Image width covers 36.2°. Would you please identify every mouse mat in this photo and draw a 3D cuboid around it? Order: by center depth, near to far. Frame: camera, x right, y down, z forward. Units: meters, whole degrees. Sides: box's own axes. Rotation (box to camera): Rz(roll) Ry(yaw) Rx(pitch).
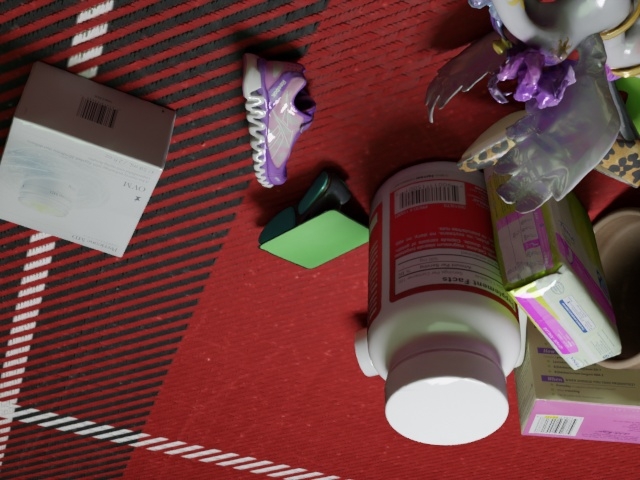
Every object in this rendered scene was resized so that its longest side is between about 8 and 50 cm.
[{"bbox_3d":[0.000,0.000,1.643,0.153,0.007,0.190,-26,155,20],"label":"mouse mat"}]

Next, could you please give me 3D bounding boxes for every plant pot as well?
[{"bbox_3d":[0.574,0.093,1.610,0.229,0.263,0.263,11,138,-25],"label":"plant pot"}]

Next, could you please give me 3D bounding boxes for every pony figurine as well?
[{"bbox_3d":[0.296,-0.255,1.231,0.351,0.303,0.363,-34,142,4],"label":"pony figurine"}]

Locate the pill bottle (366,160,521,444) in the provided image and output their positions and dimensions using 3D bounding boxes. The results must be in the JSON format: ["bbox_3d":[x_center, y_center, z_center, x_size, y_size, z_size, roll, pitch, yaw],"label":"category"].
[{"bbox_3d":[0.185,0.091,1.502,0.229,0.407,0.229,2,137,2],"label":"pill bottle"}]

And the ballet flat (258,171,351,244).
[{"bbox_3d":[-0.021,-0.036,1.629,0.074,0.074,0.203,29,129,-25],"label":"ballet flat"}]

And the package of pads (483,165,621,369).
[{"bbox_3d":[0.347,0.013,1.488,0.101,0.296,0.229,-26,129,24],"label":"package of pads"}]

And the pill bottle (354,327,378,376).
[{"bbox_3d":[0.181,0.185,1.812,0.221,0.124,0.124,-16,134,18],"label":"pill bottle"}]

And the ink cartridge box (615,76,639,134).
[{"bbox_3d":[0.531,-0.161,1.437,0.255,0.097,0.189,0,138,3],"label":"ink cartridge box"}]

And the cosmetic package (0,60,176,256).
[{"bbox_3d":[-0.371,-0.118,1.513,0.224,0.138,0.224,19,136,-16],"label":"cosmetic package"}]

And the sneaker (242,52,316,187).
[{"bbox_3d":[-0.057,-0.176,1.468,0.104,0.095,0.236,-5,136,-2],"label":"sneaker"}]

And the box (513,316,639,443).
[{"bbox_3d":[0.461,0.223,1.746,0.213,0.243,0.117,4,138,-2],"label":"box"}]

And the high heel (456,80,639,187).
[{"bbox_3d":[0.343,-0.110,1.421,0.261,0.093,0.186,-28,108,2],"label":"high heel"}]

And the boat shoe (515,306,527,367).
[{"bbox_3d":[0.309,0.120,1.703,0.081,0.079,0.227,-7,107,-13],"label":"boat shoe"}]
